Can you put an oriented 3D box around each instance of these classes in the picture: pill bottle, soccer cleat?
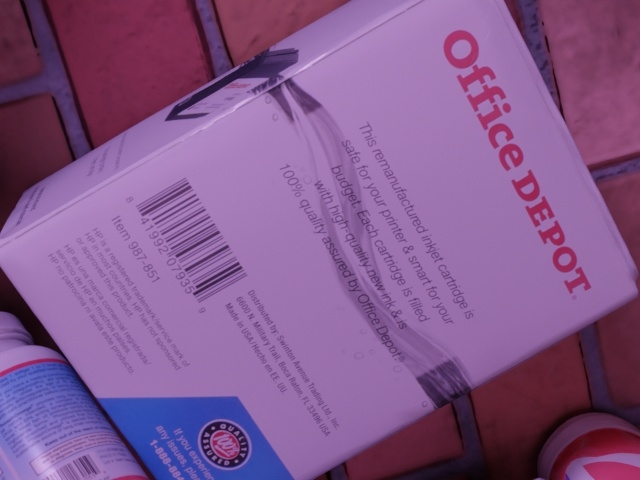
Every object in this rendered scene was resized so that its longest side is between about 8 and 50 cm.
[{"bbox_3d":[-0.168,0.120,0.669,0.087,0.160,0.087,-31,151,-20],"label":"pill bottle"},{"bbox_3d":[0.294,0.241,0.816,0.318,0.116,0.108,35,101,-16],"label":"soccer cleat"}]

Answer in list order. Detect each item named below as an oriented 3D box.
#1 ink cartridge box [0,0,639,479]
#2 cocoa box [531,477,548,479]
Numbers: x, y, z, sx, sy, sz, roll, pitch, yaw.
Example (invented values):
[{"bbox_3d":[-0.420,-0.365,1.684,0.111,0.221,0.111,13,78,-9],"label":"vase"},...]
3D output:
[{"bbox_3d":[0.000,0.000,0.695,0.307,0.129,0.223,-30,109,4],"label":"ink cartridge box"},{"bbox_3d":[0.042,0.358,0.731,0.347,0.228,0.231,-25,110,16],"label":"cocoa box"}]
